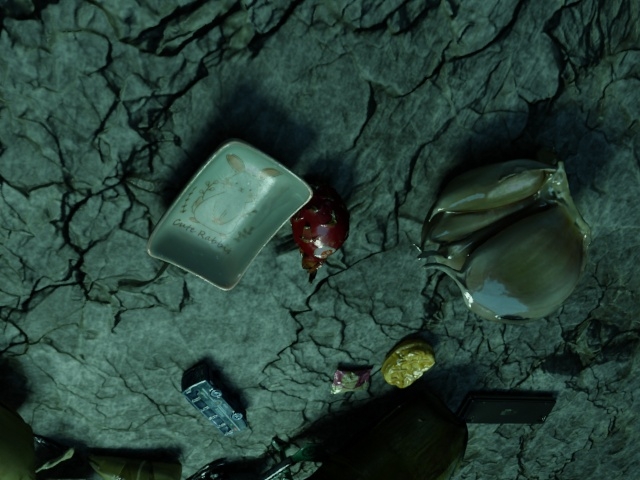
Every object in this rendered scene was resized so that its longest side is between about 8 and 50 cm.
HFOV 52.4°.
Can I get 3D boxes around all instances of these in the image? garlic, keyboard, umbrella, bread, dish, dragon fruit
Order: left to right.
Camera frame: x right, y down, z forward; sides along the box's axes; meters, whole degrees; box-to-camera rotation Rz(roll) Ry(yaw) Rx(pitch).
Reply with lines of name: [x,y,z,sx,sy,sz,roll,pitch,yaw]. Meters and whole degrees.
umbrella: [-0.471,0.367,1.154,0.013,0.022,0.122,-36,117,20]
dish: [-0.133,-0.046,0.920,0.151,0.077,0.212,30,112,-30]
dragon fruit: [0.000,0.000,0.990,0.094,0.094,0.190,-8,131,-11]
bread: [0.165,0.233,1.233,0.083,0.044,0.111,30,114,-31]
garlic: [0.284,-0.001,1.003,0.292,0.210,0.237,-34,134,-2]
keyboard: [0.406,0.370,1.417,0.230,0.025,0.094,7,120,-22]

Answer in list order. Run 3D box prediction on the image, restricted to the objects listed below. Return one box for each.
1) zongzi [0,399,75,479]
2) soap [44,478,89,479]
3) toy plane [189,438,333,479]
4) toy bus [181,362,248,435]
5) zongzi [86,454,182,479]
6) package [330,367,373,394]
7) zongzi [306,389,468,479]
zongzi: [-0.526,0.194,0.897,0.500,0.218,0.467,21,109,-32]
soap: [-0.489,0.496,1.157,0.232,0.073,0.140,-36,145,29]
toy plane: [-0.152,0.504,1.302,0.381,0.106,0.155,-38,133,10]
toy bus: [-0.187,0.288,1.164,0.065,0.047,0.166,-25,129,7]
zongzi: [-0.362,0.473,1.230,0.176,0.078,0.160,13,121,-13]
package: [0.061,0.267,1.236,0.083,0.029,0.059,0,118,-29]
zongzi: [0.134,0.533,1.332,0.403,0.208,0.432,-38,143,-21]
